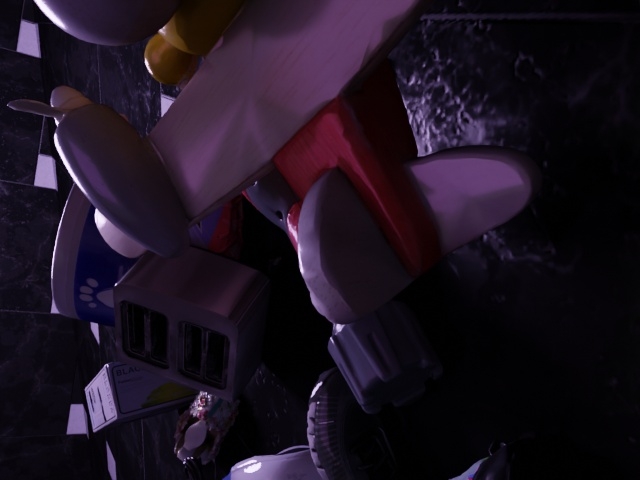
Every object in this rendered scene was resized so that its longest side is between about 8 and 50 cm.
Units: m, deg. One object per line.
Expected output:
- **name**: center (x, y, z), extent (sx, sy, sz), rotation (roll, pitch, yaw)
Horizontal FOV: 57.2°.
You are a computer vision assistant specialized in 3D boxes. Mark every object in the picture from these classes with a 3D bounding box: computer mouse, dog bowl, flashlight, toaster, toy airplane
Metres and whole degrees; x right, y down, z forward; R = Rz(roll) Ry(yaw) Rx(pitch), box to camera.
- **computer mouse**: center (-0.079, 0.288, 0.690), extent (0.193, 0.042, 0.105), rotation (-23, 69, 21)
- **dog bowl**: center (-0.282, -0.007, 0.854), extent (0.265, 0.104, 0.264), rotation (-165, 90, -85)
- **flashlight**: center (0.000, 0.000, 0.532), extent (0.304, 0.103, 0.103), rotation (61, 141, 32)
- **toaster**: center (-0.153, 0.095, 0.730), extent (0.168, 0.110, 0.185), rotation (17, 125, 9)
- **toy airplane**: center (-0.045, -0.123, 0.378), extent (0.384, 0.273, 0.385), rotation (26, 107, 43)

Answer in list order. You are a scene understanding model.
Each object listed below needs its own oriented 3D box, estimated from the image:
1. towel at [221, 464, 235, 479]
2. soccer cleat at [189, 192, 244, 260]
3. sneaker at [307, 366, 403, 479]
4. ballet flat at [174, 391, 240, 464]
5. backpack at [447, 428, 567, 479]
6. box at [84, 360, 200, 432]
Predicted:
- **towel**: center (-0.078, 0.478, 0.781), extent (0.243, 0.040, 0.335), rotation (115, 138, -63)
- **soccer cleat**: center (-0.140, -0.036, 0.772), extent (0.116, 0.109, 0.318), rotation (39, 131, 23)
- **sneaker**: center (0.053, 0.228, 0.527), extent (0.106, 0.078, 0.234), rotation (-2, 99, 56)
- **ballet flat**: center (-0.195, 0.306, 0.932), extent (0.091, 0.077, 0.241), rotation (31, 133, 7)
- **backpack**: center (0.091, 0.228, 0.395), extent (0.182, 0.115, 0.151), rotation (-41, 55, 35)
- **box**: center (-0.310, 0.266, 1.042), extent (0.290, 0.169, 0.087), rotation (-37, 65, 55)
